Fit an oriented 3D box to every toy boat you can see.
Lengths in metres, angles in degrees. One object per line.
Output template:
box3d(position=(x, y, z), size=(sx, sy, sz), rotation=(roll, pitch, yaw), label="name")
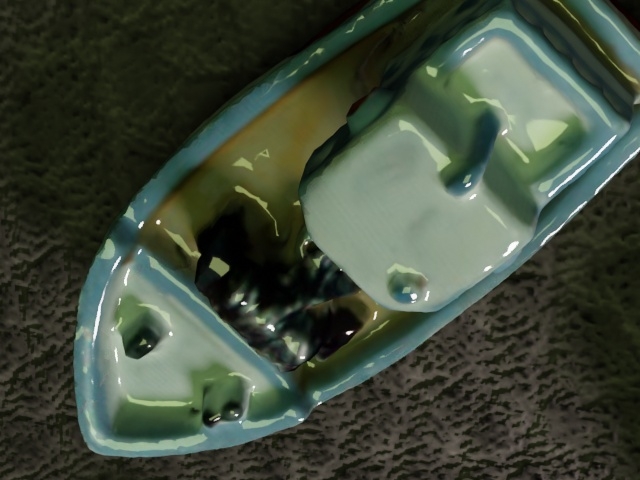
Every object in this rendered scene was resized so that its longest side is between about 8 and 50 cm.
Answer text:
box3d(position=(0.000, 0.000, 0.633), size=(0.145, 0.133, 0.332), rotation=(43, 122, -13), label="toy boat")
